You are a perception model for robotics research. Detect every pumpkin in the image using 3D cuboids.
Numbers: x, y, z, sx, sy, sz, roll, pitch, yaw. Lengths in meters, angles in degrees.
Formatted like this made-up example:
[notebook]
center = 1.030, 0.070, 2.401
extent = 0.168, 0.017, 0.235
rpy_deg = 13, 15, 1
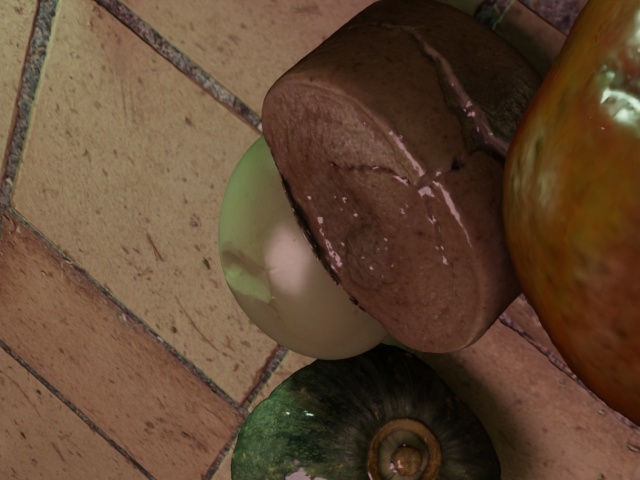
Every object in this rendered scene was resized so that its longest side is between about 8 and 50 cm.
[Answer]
[pumpkin]
center = 0.061, 0.294, 1.217
extent = 0.328, 0.291, 0.257
rpy_deg = 59, 162, 8

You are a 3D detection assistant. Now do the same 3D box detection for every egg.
[egg]
center = 0.000, 0.000, 1.105
extent = 0.219, 0.219, 0.269
rpy_deg = 5, 108, 35

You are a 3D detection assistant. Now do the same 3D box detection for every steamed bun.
[steamed bun]
center = 0.111, -0.076, 0.925
extent = 0.301, 0.251, 0.199
rpy_deg = 56, 150, -6

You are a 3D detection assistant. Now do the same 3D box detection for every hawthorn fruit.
[hawthorn fruit]
center = 0.317, -0.047, 0.687
extent = 0.402, 0.403, 0.403
rpy_deg = 20, 130, 26

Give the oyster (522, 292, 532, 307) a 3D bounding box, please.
[oyster]
center = 0.289, 0.072, 1.023
extent = 0.232, 0.107, 0.161
rpy_deg = 41, 144, 10
